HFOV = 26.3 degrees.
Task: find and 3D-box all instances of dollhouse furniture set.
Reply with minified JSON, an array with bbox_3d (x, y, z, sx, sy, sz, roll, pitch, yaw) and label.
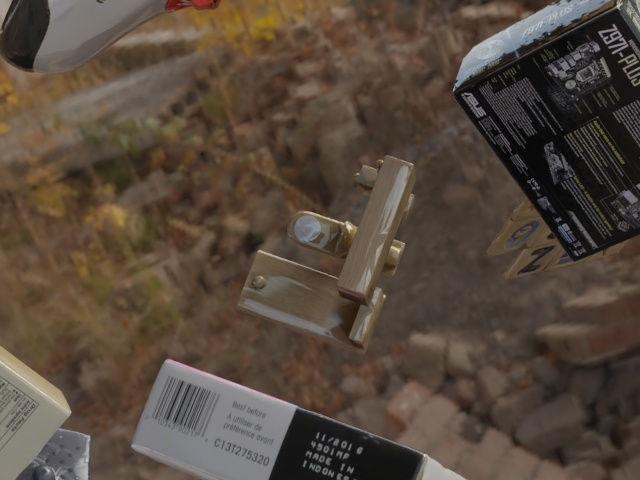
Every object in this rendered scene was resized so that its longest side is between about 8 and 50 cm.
[{"bbox_3d":[0.000,0.000,1.159,0.123,0.144,0.151,19,-10,9],"label":"dollhouse furniture set"}]

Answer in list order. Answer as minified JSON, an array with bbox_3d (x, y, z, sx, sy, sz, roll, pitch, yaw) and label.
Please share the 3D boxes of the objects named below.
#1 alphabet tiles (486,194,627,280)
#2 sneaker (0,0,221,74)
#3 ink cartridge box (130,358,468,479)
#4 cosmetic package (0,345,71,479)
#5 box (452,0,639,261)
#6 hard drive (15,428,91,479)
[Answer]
[{"bbox_3d":[0.320,-0.081,1.374,0.285,0.342,0.011,-11,57,-33],"label":"alphabet tiles"},{"bbox_3d":[0.003,-0.133,0.545,0.270,0.145,0.090,-47,11,11],"label":"sneaker"},{"bbox_3d":[0.032,0.172,0.927,0.176,0.371,0.069,16,77,24],"label":"ink cartridge box"},{"bbox_3d":[-0.187,0.069,0.673,0.060,0.115,0.041,-49,21,-3],"label":"cosmetic package"},{"bbox_3d":[0.215,-0.094,1.056,0.147,0.180,0.077,-27,23,32],"label":"box"},{"bbox_3d":[-0.290,0.200,0.938,0.255,0.054,0.172,8,54,-18],"label":"hard drive"}]
